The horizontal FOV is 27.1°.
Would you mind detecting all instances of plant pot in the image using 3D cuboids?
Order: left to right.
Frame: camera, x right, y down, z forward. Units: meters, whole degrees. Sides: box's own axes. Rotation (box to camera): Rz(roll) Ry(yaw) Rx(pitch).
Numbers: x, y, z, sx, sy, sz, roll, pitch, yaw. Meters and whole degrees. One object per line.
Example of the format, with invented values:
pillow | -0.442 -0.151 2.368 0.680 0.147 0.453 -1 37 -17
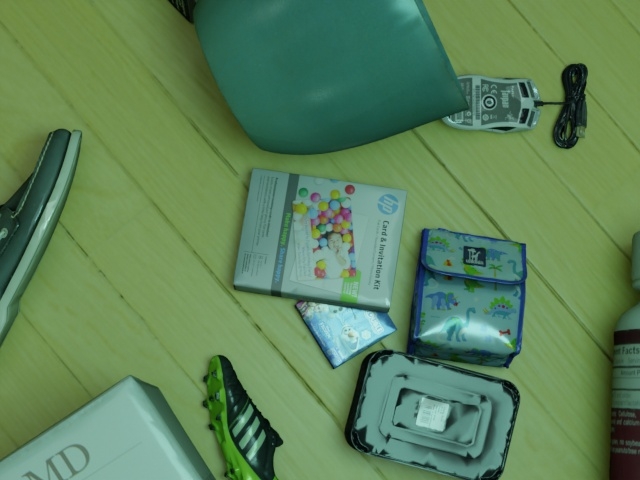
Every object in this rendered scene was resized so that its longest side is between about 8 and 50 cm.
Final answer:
plant pot | 0.000 -0.231 1.489 0.235 0.293 0.293 -24 86 9

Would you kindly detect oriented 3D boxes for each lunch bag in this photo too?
lunch bag | 0.174 0.063 1.560 0.129 0.096 0.151 9 69 -1

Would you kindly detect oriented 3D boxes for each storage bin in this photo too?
storage bin | 0.128 0.203 1.541 0.180 0.084 0.122 15 83 -3

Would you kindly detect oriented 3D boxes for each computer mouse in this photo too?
computer mouse | 0.230 -0.167 1.614 0.193 0.042 0.106 2 88 -10

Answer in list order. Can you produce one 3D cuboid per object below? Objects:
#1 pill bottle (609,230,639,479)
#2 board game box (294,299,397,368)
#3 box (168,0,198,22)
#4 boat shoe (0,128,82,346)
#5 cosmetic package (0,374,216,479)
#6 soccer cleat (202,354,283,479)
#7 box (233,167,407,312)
pill bottle | 0.440 0.188 1.495 0.224 0.224 0.392 4 84 -4
board game box | 0.030 0.092 1.578 0.090 0.020 0.090 -32 86 -8
box | -0.108 -0.401 1.552 0.247 0.163 0.142 -44 87 -7
boat shoe | -0.367 0.007 1.512 0.099 0.116 0.319 24 87 -5
cosmetic package | -0.215 0.393 1.372 0.329 0.327 0.393 -33 86 -7
soccer cleat | -0.087 0.217 1.542 0.072 0.060 0.178 -11 81 -28
box | 0.000 0.000 1.564 0.186 0.038 0.145 9 78 1
